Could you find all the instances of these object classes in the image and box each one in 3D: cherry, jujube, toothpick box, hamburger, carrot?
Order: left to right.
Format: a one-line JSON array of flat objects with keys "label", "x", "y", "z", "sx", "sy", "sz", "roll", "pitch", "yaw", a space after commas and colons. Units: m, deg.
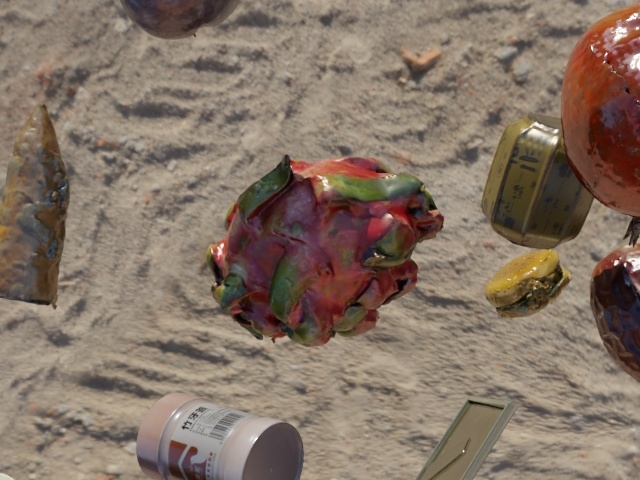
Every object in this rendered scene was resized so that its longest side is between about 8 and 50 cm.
[{"label": "carrot", "x": -0.371, "y": -0.045, "z": 1.038, "sx": 0.102, "sy": 0.102, "sz": 0.263, "roll": 6, "pitch": 90, "yaw": 22}, {"label": "cherry", "x": -0.157, "y": -0.309, "z": 0.897, "sx": 0.140, "sy": 0.176, "sz": 0.176, "roll": -2, "pitch": 77, "yaw": 12}, {"label": "toothpick box", "x": -0.105, "y": 0.219, "z": 0.843, "sx": 0.149, "sy": 0.098, "sz": 0.098, "roll": 6, "pitch": 80, "yaw": 36}, {"label": "hamburger", "x": 0.356, "y": 0.077, "z": 1.413, "sx": 0.138, "sy": 0.147, "sz": 0.083, "roll": -42, "pitch": 98, "yaw": -25}, {"label": "jujube", "x": 0.548, "y": 0.141, "z": 1.294, "sx": 0.197, "sy": 0.197, "sz": 0.290, "roll": -31, "pitch": 72, "yaw": 12}]

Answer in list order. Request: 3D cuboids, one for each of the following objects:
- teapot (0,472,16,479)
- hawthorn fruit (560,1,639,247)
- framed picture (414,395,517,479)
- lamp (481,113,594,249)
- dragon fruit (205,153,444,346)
[{"label": "teapot", "x": -0.454, "y": 0.428, "z": 1.220, "sx": 0.077, "sy": 0.200, "sz": 0.107, "roll": 17, "pitch": 63, "yaw": 17}, {"label": "hawthorn fruit", "x": 0.416, "y": -0.127, "z": 0.984, "sx": 0.276, "sy": 0.276, "sz": 0.307, "roll": 29, "pitch": 131, "yaw": 24}, {"label": "framed picture", "x": 0.261, "y": 0.398, "z": 1.536, "sx": 0.024, "sy": 0.315, "sz": 0.232, "roll": 35, "pitch": 82, "yaw": 2}, {"label": "lamp", "x": 0.336, "y": -0.089, "z": 1.235, "sx": 0.161, "sy": 0.161, "sz": 0.185, "roll": 26, "pitch": 115, "yaw": 24}, {"label": "dragon fruit", "x": 0.005, "y": 0.011, "z": 1.033, "sx": 0.303, "sy": 0.231, "sz": 0.237, "roll": -23, "pitch": 88, "yaw": 3}]
